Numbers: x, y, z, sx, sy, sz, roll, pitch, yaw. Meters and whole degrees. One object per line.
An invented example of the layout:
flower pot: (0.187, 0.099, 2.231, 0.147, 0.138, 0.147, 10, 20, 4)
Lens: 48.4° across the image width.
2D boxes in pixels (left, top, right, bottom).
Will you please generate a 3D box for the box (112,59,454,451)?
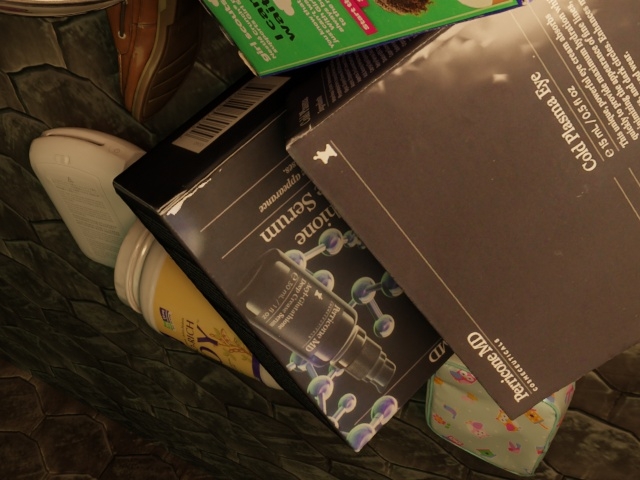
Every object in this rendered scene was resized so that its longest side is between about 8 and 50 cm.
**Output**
box: (0.000, 0.000, 0.876, 0.396, 0.293, 0.212, 55, 165, -28)

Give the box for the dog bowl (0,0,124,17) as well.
dog bowl: (-0.261, -0.383, 0.611, 0.408, 0.408, 0.150, 46, 163, -16)

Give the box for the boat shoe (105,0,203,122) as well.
boat shoe: (-0.220, -0.290, 0.936, 0.104, 0.111, 0.307, 37, 137, 3)

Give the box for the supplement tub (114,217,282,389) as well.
supplement tub: (-0.149, 0.079, 1.195, 0.331, 0.241, 0.241, 21, 144, 19)

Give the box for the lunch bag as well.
lunch bag: (0.279, 0.254, 1.163, 0.224, 0.108, 0.279, 24, 144, 22)

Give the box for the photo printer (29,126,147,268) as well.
photo printer: (-0.393, -0.074, 1.336, 0.255, 0.107, 0.308, 14, 141, 28)

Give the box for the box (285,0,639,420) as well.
box: (0.191, -0.074, 0.635, 0.312, 0.179, 0.343, -35, 111, 13)

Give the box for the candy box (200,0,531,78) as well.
candy box: (0.081, -0.250, 0.500, 0.122, 0.268, 0.317, 53, 159, -21)
